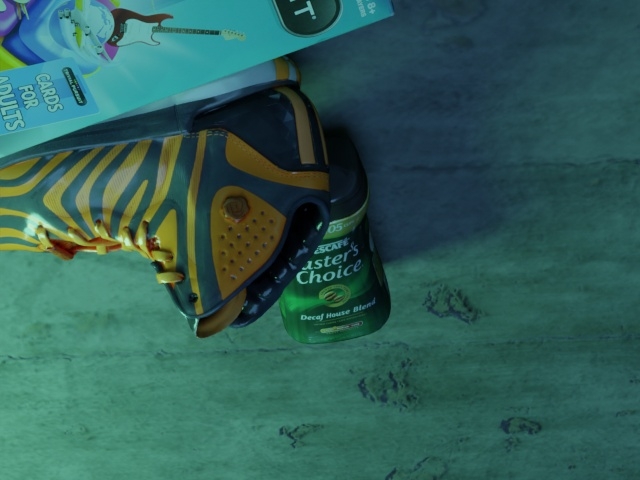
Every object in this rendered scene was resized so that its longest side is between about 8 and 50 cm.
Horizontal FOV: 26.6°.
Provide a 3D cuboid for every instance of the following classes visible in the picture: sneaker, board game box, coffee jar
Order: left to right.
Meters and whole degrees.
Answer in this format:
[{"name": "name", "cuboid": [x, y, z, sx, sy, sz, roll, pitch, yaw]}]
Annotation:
[{"name": "board game box", "cuboid": [-0.148, -0.200, 0.850, 0.336, 0.079, 0.254, -19, 136, 4]}, {"name": "sneaker", "cuboid": [-0.143, -0.005, 0.987, 0.321, 0.180, 0.124, -20, 169, 14]}, {"name": "coffee jar", "cuboid": [0.000, 0.000, 1.102, 0.096, 0.079, 0.184, -11, 136, 4]}]
